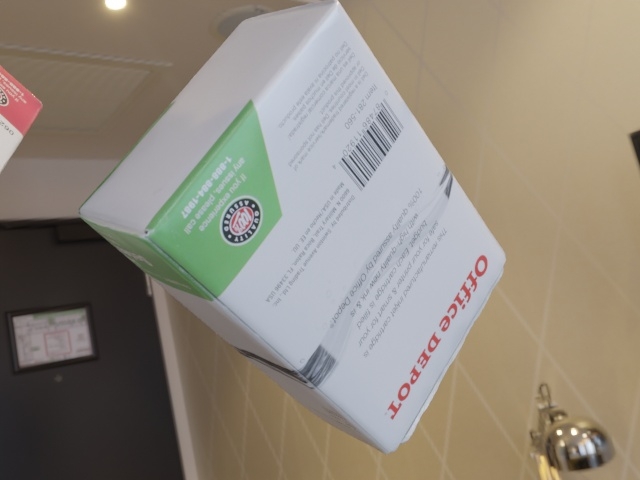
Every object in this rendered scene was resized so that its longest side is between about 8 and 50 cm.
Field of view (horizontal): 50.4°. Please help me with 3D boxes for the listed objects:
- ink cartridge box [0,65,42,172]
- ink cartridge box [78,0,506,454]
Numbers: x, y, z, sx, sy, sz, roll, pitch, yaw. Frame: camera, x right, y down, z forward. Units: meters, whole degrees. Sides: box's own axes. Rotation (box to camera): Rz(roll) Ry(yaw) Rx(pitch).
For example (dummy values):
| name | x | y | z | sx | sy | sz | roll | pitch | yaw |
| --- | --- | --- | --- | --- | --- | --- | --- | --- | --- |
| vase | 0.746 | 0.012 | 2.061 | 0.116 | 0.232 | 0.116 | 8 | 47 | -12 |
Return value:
| name | x | y | z | sx | sy | sz | roll | pitch | yaw |
| --- | --- | --- | --- | --- | --- | --- | --- | --- | --- |
| ink cartridge box | -0.503 | -0.115 | 0.723 | 0.160 | 0.384 | 0.279 | -32 | -58 | 19 |
| ink cartridge box | 0.000 | 0.000 | 0.408 | 0.093 | 0.160 | 0.219 | 12 | -30 | 50 |
